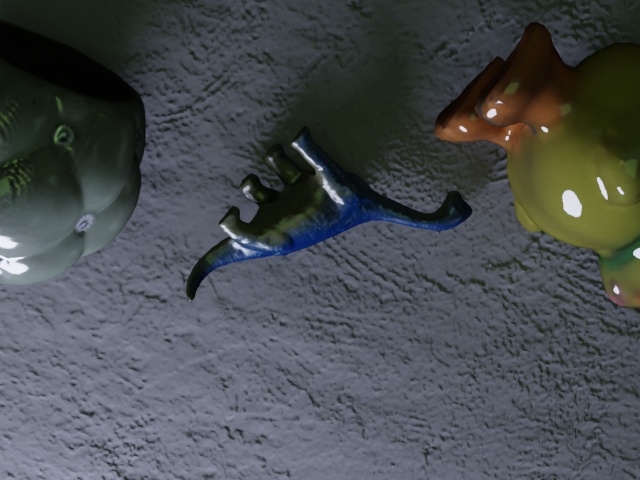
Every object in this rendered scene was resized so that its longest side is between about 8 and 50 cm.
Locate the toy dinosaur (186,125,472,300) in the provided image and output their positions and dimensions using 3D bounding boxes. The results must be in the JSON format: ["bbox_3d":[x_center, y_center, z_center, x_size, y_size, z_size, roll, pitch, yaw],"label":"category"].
[{"bbox_3d":[0.000,0.000,1.246,0.188,0.075,0.248,41,93,-12],"label":"toy dinosaur"}]

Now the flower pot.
[{"bbox_3d":[-0.280,-0.077,1.159,0.246,0.246,0.195,28,106,-2],"label":"flower pot"}]

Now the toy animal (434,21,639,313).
[{"bbox_3d":[0.284,-0.064,1.161,0.338,0.216,0.191,39,72,-7],"label":"toy animal"}]
